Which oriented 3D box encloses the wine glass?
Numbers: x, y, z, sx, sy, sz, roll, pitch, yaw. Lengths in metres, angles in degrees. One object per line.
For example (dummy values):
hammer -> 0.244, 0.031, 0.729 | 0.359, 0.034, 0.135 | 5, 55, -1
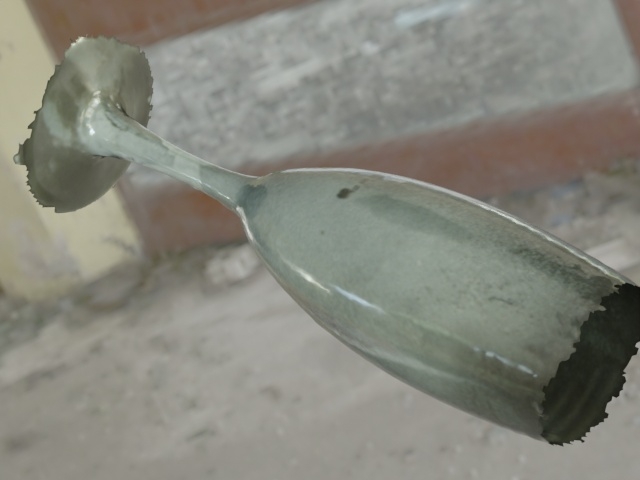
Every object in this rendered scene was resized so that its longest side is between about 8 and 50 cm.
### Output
wine glass -> 0.000, 0.000, 0.532 | 0.198, 0.066, 0.066 | 26, 46, 30
